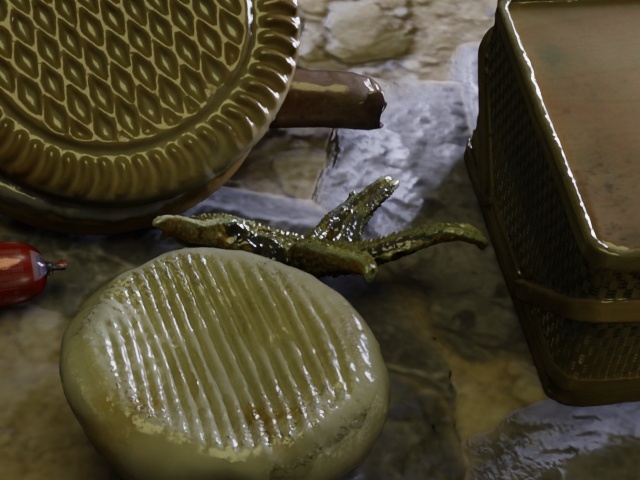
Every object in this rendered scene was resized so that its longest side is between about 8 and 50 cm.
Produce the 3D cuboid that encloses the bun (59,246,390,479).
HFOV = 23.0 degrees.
[{"bbox_3d":[-0.057,0.089,0.871,0.183,0.102,0.183,6,39,-5],"label":"bun"}]

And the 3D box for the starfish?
[{"bbox_3d":[0.000,0.000,0.970,0.208,0.053,0.176,-6,11,-12],"label":"starfish"}]

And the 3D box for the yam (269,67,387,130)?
[{"bbox_3d":[-0.084,-0.100,1.087,0.264,0.046,0.046,2,46,-5],"label":"yam"}]

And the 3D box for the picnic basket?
[{"bbox_3d":[0.201,-0.033,0.991,0.165,0.139,0.266,-4,47,-10],"label":"picnic basket"}]

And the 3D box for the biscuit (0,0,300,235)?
[{"bbox_3d":[-0.141,-0.129,1.025,0.259,0.079,0.259,1,74,-3],"label":"biscuit"}]

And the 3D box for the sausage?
[{"bbox_3d":[-0.227,0.024,0.957,0.145,0.048,0.050,-8,10,-14],"label":"sausage"}]
